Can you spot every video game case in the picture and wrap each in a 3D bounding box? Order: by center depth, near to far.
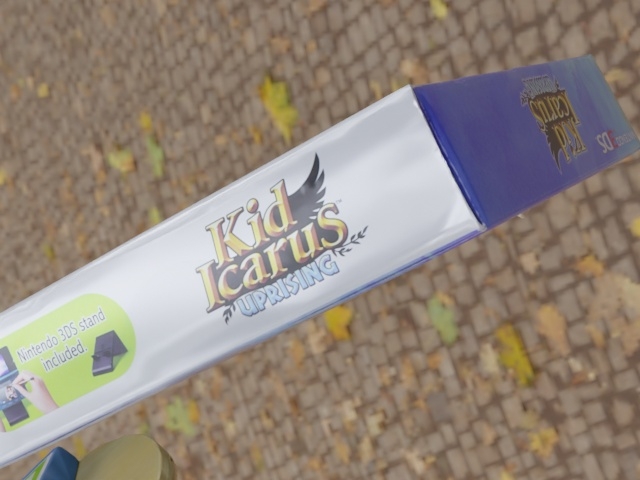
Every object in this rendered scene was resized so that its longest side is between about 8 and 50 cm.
[{"bbox_3d":[0.000,0.000,0.629,0.244,0.269,0.061,-27,88,26],"label":"video game case"}]

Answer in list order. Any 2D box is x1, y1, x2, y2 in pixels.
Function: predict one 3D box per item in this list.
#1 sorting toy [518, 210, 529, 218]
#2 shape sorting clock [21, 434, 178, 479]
[{"bbox_3d":[0.113,-0.025,0.950,0.062,0.083,0.012,1,112,21],"label":"sorting toy"},{"bbox_3d":[-0.109,0.129,0.341,0.040,0.206,0.206,47,148,-7],"label":"shape sorting clock"}]
